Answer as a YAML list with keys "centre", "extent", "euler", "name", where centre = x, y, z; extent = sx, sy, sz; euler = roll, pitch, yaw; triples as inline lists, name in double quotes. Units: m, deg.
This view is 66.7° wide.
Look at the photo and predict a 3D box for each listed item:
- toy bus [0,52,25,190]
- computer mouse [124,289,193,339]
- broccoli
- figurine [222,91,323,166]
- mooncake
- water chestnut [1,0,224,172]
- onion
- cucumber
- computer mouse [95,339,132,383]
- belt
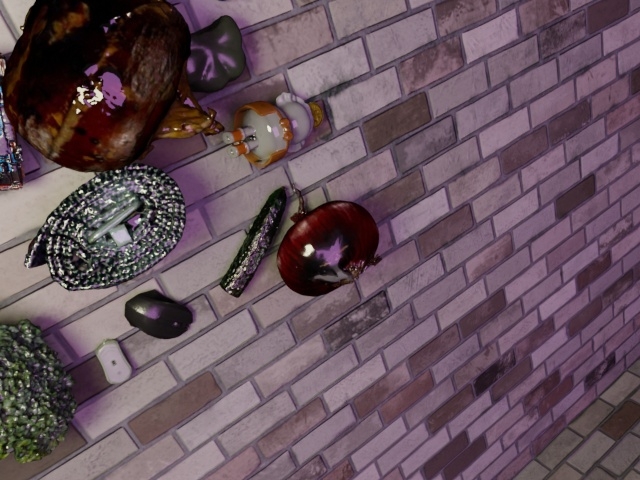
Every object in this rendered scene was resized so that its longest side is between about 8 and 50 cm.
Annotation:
- centre: [-0.564, -0.205, 0.844]
  extent: [0.074, 0.096, 0.234]
  euler: [-7, 110, -29]
  name: "toy bus"
- centre: [-0.364, 0.176, 1.112]
  extent: [0.172, 0.057, 0.098]
  euler: [32, 86, -38]
  name: "computer mouse"
- centre: [-0.633, 0.273, 0.856]
  extent: [0.318, 0.338, 0.276]
  euler: [-5, 79, -8]
  name: "broccoli"
- centre: [-0.093, -0.253, 1.087]
  extent: [0.272, 0.143, 0.143]
  euler: [-23, 116, -23]
  name: "figurine"
- centre: [-0.236, -0.384, 0.983]
  extent: [0.168, 0.104, 0.175]
  euler: [40, 80, -28]
  name: "mooncake"
- centre: [-0.332, -0.258, 0.827]
  extent: [0.347, 0.335, 0.335]
  euler: [27, 91, -30]
  name: "water chestnut"
- centre: [0.000, 0.000, 1.210]
  extent: [0.273, 0.285, 0.273]
  euler: [-34, 159, -15]
  name: "onion"
- centre: [-0.151, -0.001, 1.181]
  extent: [0.068, 0.068, 0.293]
  euler: [29, 89, -35]
  name: "cucumber"
- centre: [-0.468, 0.269, 1.096]
  extent: [0.056, 0.032, 0.110]
  euler: [-25, 107, -24]
  name: "computer mouse"
- centre: [-0.404, -0.017, 0.962]
  extent: [0.295, 0.160, 0.206]
  euler: [-45, 104, -12]
  name: "belt"
